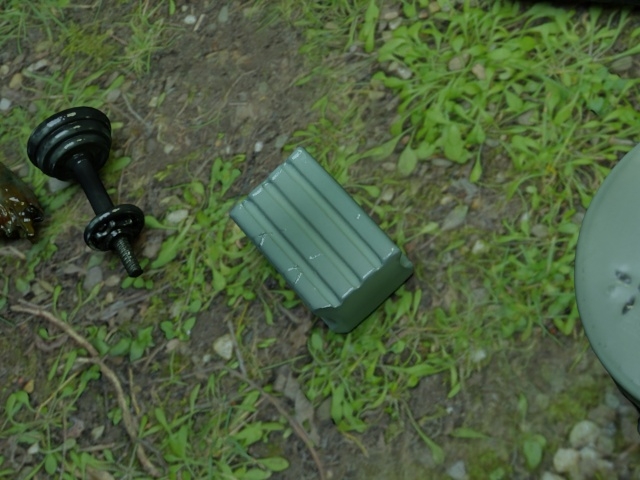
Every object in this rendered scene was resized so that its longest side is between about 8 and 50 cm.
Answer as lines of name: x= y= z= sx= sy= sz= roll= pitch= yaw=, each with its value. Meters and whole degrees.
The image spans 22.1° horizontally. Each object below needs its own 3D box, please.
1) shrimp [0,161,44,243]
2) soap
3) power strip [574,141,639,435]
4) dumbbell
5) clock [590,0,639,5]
shrimp: x=-0.427 y=-0.043 z=2.092 sx=0.217 sy=0.051 sz=0.115 roll=32 pitch=89 yaw=33
soap: x=0.000 y=0.000 z=1.853 sx=0.119 sy=0.066 sz=0.198 roll=-43 pitch=55 yaw=2
power strip: x=0.414 y=0.052 z=1.573 sx=0.357 sy=0.161 sz=0.357 roll=-11 pitch=63 yaw=22
dumbbell: x=-0.273 y=-0.059 z=1.997 sx=0.110 sy=0.110 sz=0.254 roll=-34 pitch=62 yaw=7
clock: x=0.345 y=-0.393 z=1.892 sx=0.279 sy=0.049 sz=0.273 roll=11 pitch=70 yaw=29
